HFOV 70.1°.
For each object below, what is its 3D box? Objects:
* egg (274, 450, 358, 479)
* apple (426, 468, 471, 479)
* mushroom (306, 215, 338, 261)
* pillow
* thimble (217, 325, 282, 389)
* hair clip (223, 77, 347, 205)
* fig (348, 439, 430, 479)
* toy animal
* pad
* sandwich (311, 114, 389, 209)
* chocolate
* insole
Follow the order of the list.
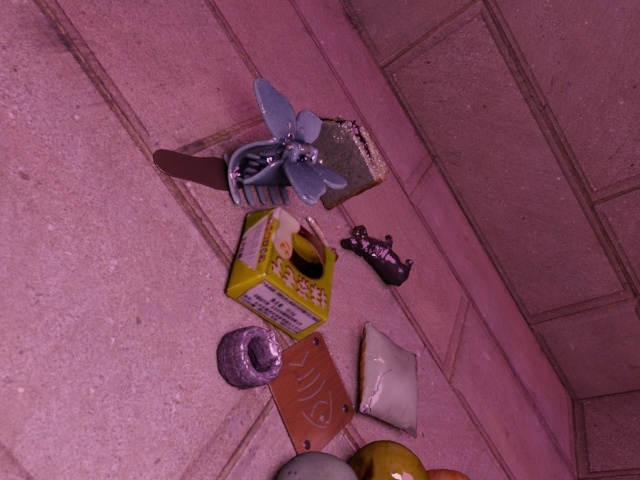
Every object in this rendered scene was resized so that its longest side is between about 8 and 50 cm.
[{"bbox_3d":[-0.006,0.587,1.068,0.236,0.169,0.169,37,42,-36],"label":"egg"},{"bbox_3d":[0.386,0.814,1.408,0.211,0.211,0.187,39,41,-32],"label":"apple"},{"bbox_3d":[0.000,0.000,1.580,0.187,0.061,0.060,61,19,17],"label":"mushroom"},{"bbox_3d":[0.231,0.462,1.513,0.310,0.119,0.312,41,40,-36],"label":"pillow"},{"bbox_3d":[-0.170,0.284,1.114,0.150,0.098,0.150,30,47,-39],"label":"thimble"},{"bbox_3d":[-0.117,-0.238,1.393,0.318,0.238,0.392,-10,75,-58],"label":"hair clip"},{"bbox_3d":[0.181,0.653,1.227,0.239,0.239,0.271,68,12,6],"label":"fig"},{"bbox_3d":[0.220,0.046,1.792,0.343,0.106,0.168,37,49,-25],"label":"toy animal"},{"bbox_3d":[-0.023,0.428,1.290,0.286,0.018,0.284,-18,84,-54],"label":"pad"},{"bbox_3d":[0.060,-0.306,1.662,0.325,0.262,0.131,59,36,-7],"label":"sandwich"},{"bbox_3d":[-0.095,0.086,1.308,0.301,0.137,0.288,39,41,-31],"label":"chocolate"},{"bbox_3d":[-0.328,-0.199,1.302,0.328,0.007,0.111,4,64,-52],"label":"insole"}]
